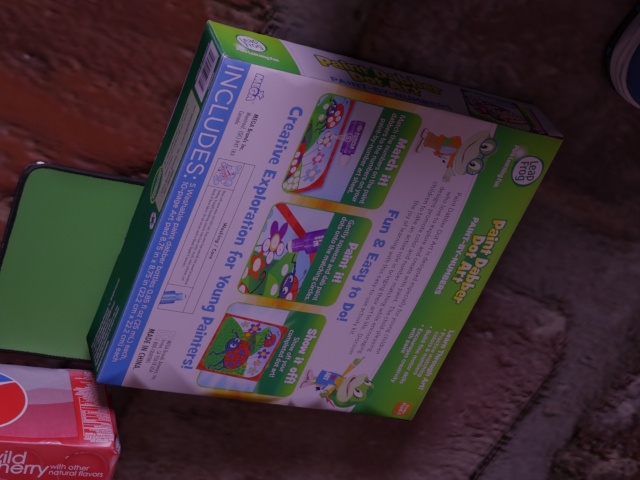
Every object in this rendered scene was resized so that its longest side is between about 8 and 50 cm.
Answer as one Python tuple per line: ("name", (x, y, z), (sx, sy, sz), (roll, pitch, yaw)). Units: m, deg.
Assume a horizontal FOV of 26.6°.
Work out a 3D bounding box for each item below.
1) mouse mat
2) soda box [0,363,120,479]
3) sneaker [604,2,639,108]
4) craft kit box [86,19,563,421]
("mouse mat", (-0.124, 0.025, 0.913), (0.190, 0.007, 0.152), (9, 120, -24))
("soda box", (-0.272, 0.136, 0.896), (0.263, 0.083, 0.092), (7, 121, -21))
("sneaker", (0.271, -0.162, 0.857), (0.080, 0.081, 0.211), (20, 115, -26))
("craft kit box", (0.000, 0.000, 0.898), (0.247, 0.061, 0.249), (13, 119, -24))
